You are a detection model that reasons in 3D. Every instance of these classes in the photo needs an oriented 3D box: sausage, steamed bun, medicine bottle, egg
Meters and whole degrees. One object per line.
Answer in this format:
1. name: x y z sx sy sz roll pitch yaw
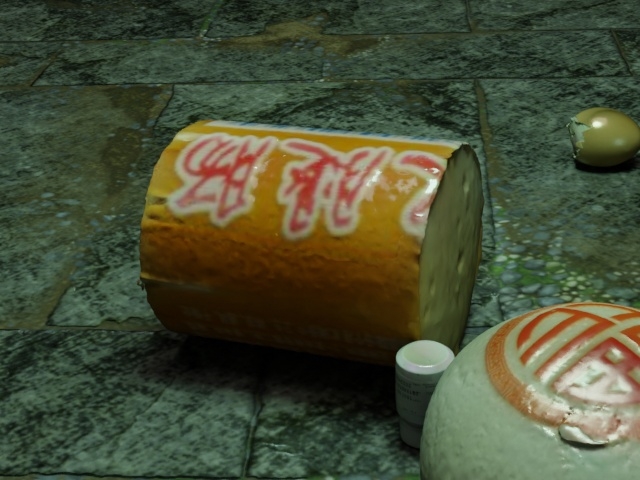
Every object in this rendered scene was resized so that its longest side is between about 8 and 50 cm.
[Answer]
1. sausage: 0.000 0.000 1.125 0.287 0.233 0.233 8 30 17
2. steamed bun: 0.215 0.149 0.874 0.283 0.177 0.283 -2 28 1
3. medicine bottle: 0.092 0.137 1.004 0.052 0.089 0.052 -2 28 1
4. egg: 0.378 -0.138 1.507 0.096 0.080 0.080 -6 28 1
